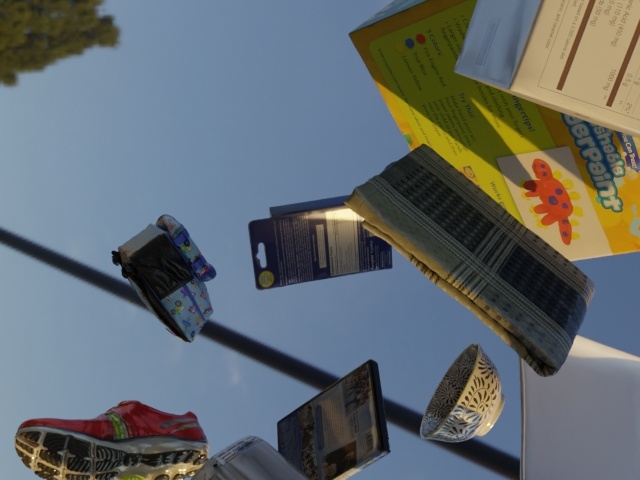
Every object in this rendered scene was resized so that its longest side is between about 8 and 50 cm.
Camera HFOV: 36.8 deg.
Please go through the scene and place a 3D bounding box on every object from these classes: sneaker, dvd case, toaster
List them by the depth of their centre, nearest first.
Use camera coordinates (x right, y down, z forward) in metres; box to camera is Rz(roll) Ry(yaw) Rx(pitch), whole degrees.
[{"bbox_3d":[-0.094,0.350,1.247,0.146,0.227,0.129,41,-76,12],"label":"toaster"},{"bbox_3d":[-0.300,0.283,1.383,0.107,0.279,0.118,-62,-150,32],"label":"sneaker"},{"bbox_3d":[0.016,0.337,1.651,0.253,0.022,0.180,-39,-142,31],"label":"dvd case"}]

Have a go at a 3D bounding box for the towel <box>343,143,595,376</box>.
[{"bbox_3d":[0.194,0.014,1.216,0.324,0.312,0.056,41,-63,7],"label":"towel"}]

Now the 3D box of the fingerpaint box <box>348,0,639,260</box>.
[{"bbox_3d":[0.312,-0.192,1.400,0.371,0.163,0.445,-13,-65,47],"label":"fingerpaint box"}]

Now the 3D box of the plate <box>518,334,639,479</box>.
[{"bbox_3d":[0.392,0.273,1.409,0.045,0.277,0.278,-43,-147,49],"label":"plate"}]

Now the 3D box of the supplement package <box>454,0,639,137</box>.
[{"bbox_3d":[0.213,-0.190,0.698,0.262,0.145,0.204,-87,-165,-78],"label":"supplement package"}]

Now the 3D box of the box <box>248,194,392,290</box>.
[{"bbox_3d":[0.000,0.000,1.519,0.036,0.225,0.136,-112,-165,-56],"label":"box"}]

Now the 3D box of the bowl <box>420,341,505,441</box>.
[{"bbox_3d":[0.230,0.249,1.477,0.080,0.170,0.170,31,-41,-1],"label":"bowl"}]

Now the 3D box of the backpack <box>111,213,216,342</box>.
[{"bbox_3d":[-0.222,0.064,1.465,0.173,0.117,0.158,57,-12,-17],"label":"backpack"}]
